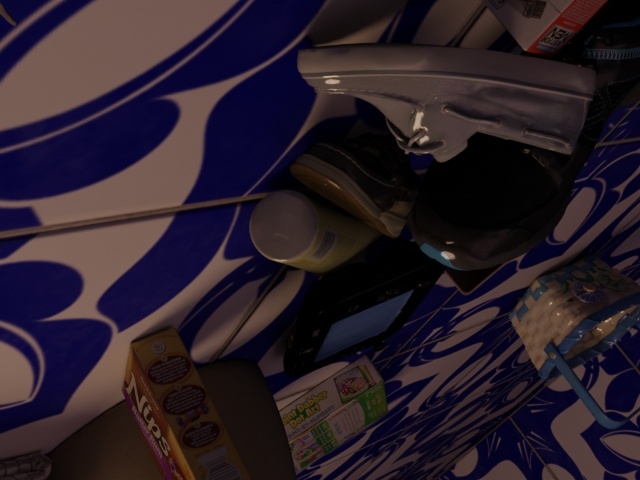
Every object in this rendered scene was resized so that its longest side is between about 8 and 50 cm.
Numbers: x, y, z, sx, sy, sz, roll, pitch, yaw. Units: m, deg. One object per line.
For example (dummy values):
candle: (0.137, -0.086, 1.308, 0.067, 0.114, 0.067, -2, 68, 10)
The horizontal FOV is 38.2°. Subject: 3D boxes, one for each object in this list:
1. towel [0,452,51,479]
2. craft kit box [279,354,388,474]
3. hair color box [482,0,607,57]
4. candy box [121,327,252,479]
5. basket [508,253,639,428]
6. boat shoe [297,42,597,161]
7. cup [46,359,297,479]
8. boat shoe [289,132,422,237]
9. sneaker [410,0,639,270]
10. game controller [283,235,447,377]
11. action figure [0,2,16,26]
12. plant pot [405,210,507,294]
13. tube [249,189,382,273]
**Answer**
towel: (-0.399, 0.334, 0.877, 0.235, 0.121, 0.284, -44, 157, 22)
craft kit box: (-0.007, 0.300, 1.486, 0.247, 0.061, 0.250, -30, 158, -7)
hair color box: (0.177, -0.217, 0.619, 0.167, 0.093, 0.053, -46, 157, 28)
candy box: (-0.129, 0.190, 0.887, 0.053, 0.186, 0.109, -20, 155, -27)
basket: (0.503, 0.181, 1.669, 0.255, 0.289, 0.201, -20, 154, -37)
boat shoe: (0.092, -0.095, 0.655, 0.227, 0.079, 0.081, 2, 100, -19)
cup: (-0.151, 0.332, 1.086, 0.331, 0.237, 0.331, -31, 158, -14)
boat shoe: (0.039, -0.057, 0.781, 0.073, 0.080, 0.223, -58, 161, 2)
sneaker: (0.188, -0.125, 0.777, 0.341, 0.125, 0.139, -49, 151, -17)
game controller: (0.041, 0.087, 1.051, 0.166, 0.067, 0.319, -30, 165, -17)
action figure: (-0.069, -0.184, 0.327, 0.285, 0.099, 0.185, -27, 165, -10)
plant pot: (0.175, -0.016, 1.035, 0.109, 0.109, 0.096, -41, 170, 14)
tube: (0.000, 0.000, 0.870, 0.240, 0.070, 0.062, 20, 78, -72)
